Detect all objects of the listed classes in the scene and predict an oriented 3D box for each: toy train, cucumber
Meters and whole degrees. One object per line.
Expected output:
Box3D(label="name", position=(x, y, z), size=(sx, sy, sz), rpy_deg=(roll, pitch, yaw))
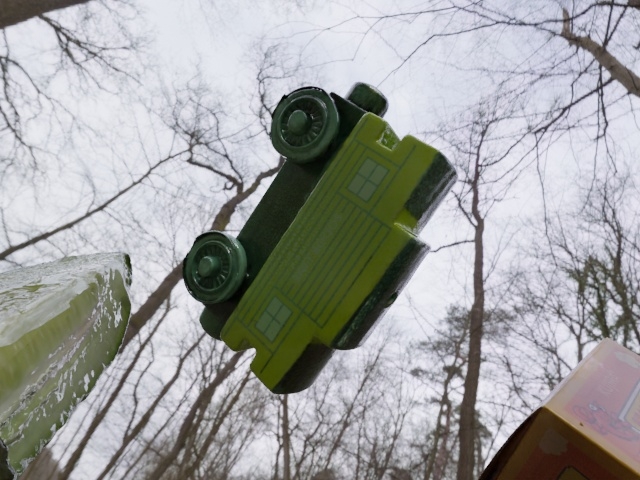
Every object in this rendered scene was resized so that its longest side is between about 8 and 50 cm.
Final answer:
Box3D(label="toy train", position=(0.000, 0.000, 0.591), size=(0.272, 0.179, 0.442), rpy_deg=(37, -81, 24))
Box3D(label="cucumber", position=(-0.257, 0.087, 0.361), size=(0.145, 0.325, 0.105), rpy_deg=(-3, -77, -7))

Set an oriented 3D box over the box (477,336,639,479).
Box3D(label="box", position=(0.357, 0.311, 0.526), size=(0.213, 0.283, 0.260), rpy_deg=(34, -62, 37))
